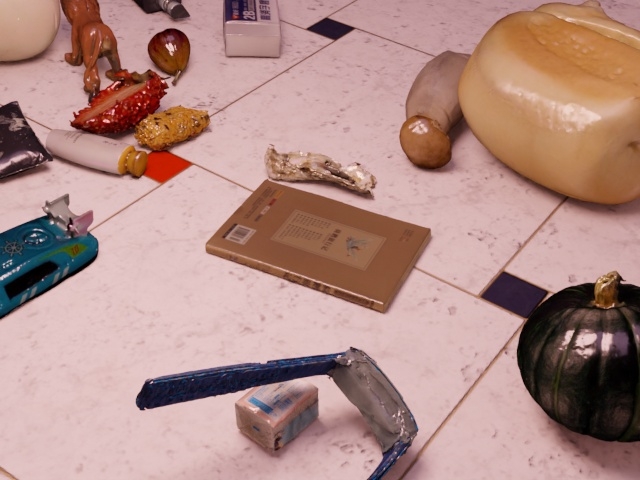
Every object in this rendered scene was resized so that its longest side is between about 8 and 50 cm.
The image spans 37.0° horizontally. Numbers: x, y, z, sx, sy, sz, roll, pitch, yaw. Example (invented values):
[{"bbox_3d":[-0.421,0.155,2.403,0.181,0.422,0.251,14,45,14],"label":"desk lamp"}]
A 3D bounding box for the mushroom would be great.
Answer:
[{"bbox_3d":[0.229,-0.263,1.831,0.128,0.128,0.350,13,42,11],"label":"mushroom"}]

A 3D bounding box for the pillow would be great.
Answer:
[{"bbox_3d":[-0.569,-0.174,1.697,0.141,0.055,0.208,-27,47,-20],"label":"pillow"}]

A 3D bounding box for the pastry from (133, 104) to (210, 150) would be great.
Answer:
[{"bbox_3d":[-0.272,-0.211,1.767,0.080,0.056,0.140,24,41,25],"label":"pastry"}]

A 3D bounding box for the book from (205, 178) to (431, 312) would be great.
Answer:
[{"bbox_3d":[0.000,0.000,1.553,0.310,0.021,0.217,18,40,17],"label":"book"}]

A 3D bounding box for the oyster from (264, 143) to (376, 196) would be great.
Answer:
[{"bbox_3d":[0.007,-0.117,1.692,0.200,0.061,0.106,24,24,19],"label":"oyster"}]

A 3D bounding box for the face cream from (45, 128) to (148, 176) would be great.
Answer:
[{"bbox_3d":[-0.394,-0.156,1.689,0.182,0.051,0.072,16,36,13],"label":"face cream"}]

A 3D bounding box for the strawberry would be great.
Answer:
[{"bbox_3d":[-0.380,-0.239,1.779,0.167,0.087,0.208,7,42,44],"label":"strawberry"}]

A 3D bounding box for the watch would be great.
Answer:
[{"bbox_3d":[-0.038,0.216,1.162,0.276,0.068,0.274,48,52,8],"label":"watch"}]

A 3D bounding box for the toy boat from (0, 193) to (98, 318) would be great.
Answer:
[{"bbox_3d":[-0.473,0.031,1.416,0.134,0.092,0.299,31,44,25],"label":"toy boat"}]

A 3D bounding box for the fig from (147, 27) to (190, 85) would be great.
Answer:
[{"bbox_3d":[-0.299,-0.371,1.962,0.089,0.089,0.125,-15,67,-23],"label":"fig"}]

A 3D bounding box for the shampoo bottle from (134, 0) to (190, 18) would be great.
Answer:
[{"bbox_3d":[-0.400,-0.597,2.234,0.098,0.071,0.309,-18,43,-27],"label":"shampoo bottle"}]

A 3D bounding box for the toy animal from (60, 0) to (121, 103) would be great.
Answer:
[{"bbox_3d":[-0.467,-0.416,1.931,0.097,0.157,0.312,-14,40,-20],"label":"toy animal"}]

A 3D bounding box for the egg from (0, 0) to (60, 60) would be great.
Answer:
[{"bbox_3d":[-0.659,-0.447,1.954,0.286,0.174,0.264,-11,31,24],"label":"egg"}]

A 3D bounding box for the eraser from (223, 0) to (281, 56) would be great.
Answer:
[{"bbox_3d":[-0.152,-0.477,2.109,0.124,0.068,0.210,1,38,-8],"label":"eraser"}]

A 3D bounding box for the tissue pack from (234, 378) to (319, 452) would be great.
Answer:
[{"bbox_3d":[-0.056,0.218,1.238,0.074,0.059,0.094,29,44,30],"label":"tissue pack"}]

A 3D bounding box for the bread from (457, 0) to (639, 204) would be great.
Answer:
[{"bbox_3d":[0.459,-0.236,1.709,0.376,0.253,0.348,31,50,32],"label":"bread"}]

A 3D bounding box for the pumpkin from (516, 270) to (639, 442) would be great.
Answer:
[{"bbox_3d":[0.381,0.143,1.259,0.250,0.216,0.250,-6,13,1],"label":"pumpkin"}]
